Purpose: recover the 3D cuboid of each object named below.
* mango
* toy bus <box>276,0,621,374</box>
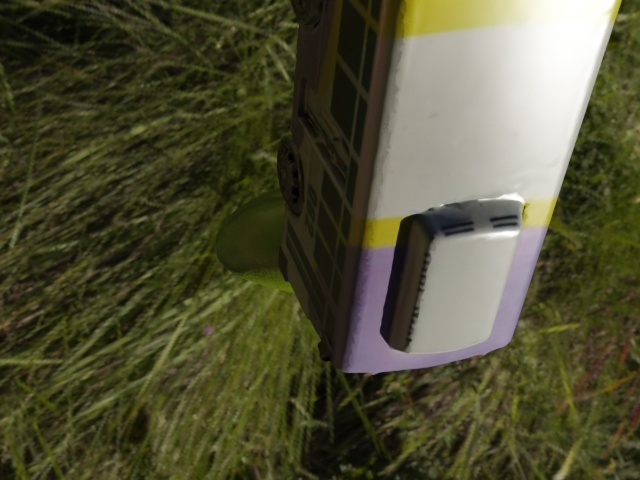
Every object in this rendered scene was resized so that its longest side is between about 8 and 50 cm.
[{"bbox_3d":[0.000,0.000,1.143,0.192,0.343,0.155,37,57,-49],"label":"mango"},{"bbox_3d":[0.094,-0.088,0.767,0.249,0.210,0.439,-117,-153,-47],"label":"toy bus"}]
